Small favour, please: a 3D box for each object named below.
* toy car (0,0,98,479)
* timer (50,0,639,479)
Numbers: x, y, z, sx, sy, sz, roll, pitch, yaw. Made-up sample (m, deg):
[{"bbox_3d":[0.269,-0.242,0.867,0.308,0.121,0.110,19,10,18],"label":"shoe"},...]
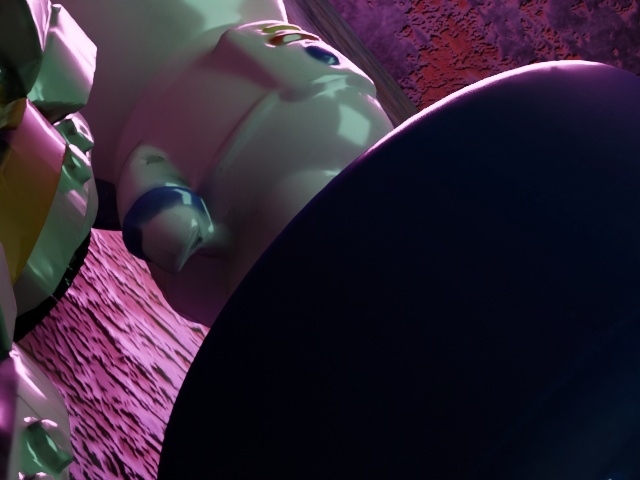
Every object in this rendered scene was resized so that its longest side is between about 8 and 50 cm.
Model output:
[{"bbox_3d":[-0.122,-0.009,0.375,0.193,0.118,0.301,52,11,-26],"label":"toy car"},{"bbox_3d":[0.000,0.000,0.637,0.383,0.270,0.270,43,3,32],"label":"timer"}]
